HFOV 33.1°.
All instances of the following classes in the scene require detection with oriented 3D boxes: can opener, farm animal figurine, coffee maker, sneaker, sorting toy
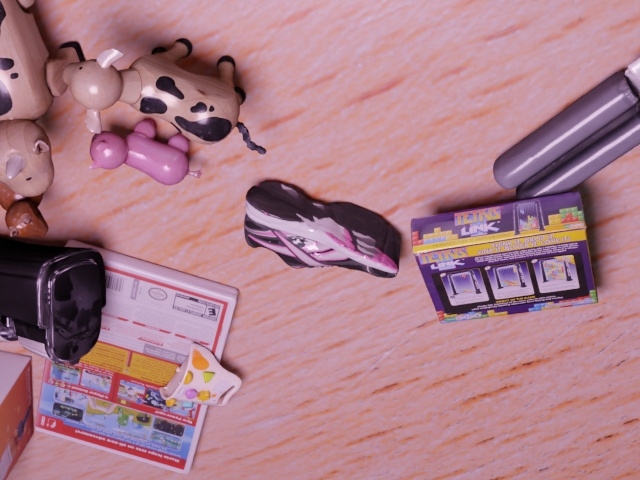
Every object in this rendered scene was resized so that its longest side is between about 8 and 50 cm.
[{"bbox_3d":[0.287,-0.117,1.014,0.280,0.093,0.074,-34,111,30],"label":"can opener"},{"bbox_3d":[-0.267,-0.141,1.035,0.330,0.172,0.327,-24,114,21],"label":"farm animal figurine"},{"bbox_3d":[-0.334,0.040,1.160,0.178,0.120,0.171,5,126,28],"label":"coffee maker"},{"bbox_3d":[0.000,0.000,1.148,0.178,0.072,0.077,24,134,4],"label":"sneaker"},{"bbox_3d":[-0.135,0.170,1.255,0.075,0.045,0.083,20,124,-26],"label":"sorting toy"}]

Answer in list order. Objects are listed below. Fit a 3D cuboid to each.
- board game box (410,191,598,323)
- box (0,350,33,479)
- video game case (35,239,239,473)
[{"bbox_3d":[0.190,0.021,1.103,0.170,0.048,0.141,-9,142,14],"label":"board game box"},{"bbox_3d":[-0.416,0.228,1.281,0.091,0.170,0.130,10,122,5],"label":"box"},{"bbox_3d":[-0.225,0.146,1.287,0.204,0.025,0.285,17,122,-1],"label":"video game case"}]
